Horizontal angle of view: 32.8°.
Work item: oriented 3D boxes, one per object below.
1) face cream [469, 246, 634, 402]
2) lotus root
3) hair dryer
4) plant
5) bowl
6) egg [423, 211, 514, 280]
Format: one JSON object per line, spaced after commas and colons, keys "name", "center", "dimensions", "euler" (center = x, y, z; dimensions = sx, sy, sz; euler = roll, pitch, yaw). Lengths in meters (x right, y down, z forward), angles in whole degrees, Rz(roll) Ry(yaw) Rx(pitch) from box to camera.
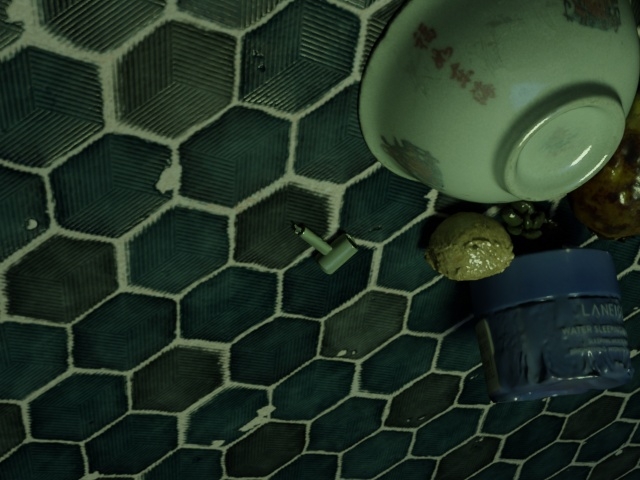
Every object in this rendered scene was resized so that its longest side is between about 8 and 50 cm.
{"name": "face cream", "center": [0.387, 0.150, 1.830], "dimensions": [0.249, 0.225, 0.249], "euler": [-8, 166, -2]}
{"name": "lotus root", "center": [0.475, -0.112, 1.704], "dimensions": [0.169, 0.141, 0.314], "euler": [13, 133, 11]}
{"name": "hair dryer", "center": [0.000, 0.000, 1.641], "dimensions": [0.063, 0.038, 0.124], "euler": [-41, 134, 12]}
{"name": "plant", "center": [0.353, -0.020, 1.805], "dimensions": [0.174, 0.087, 0.085], "euler": [38, 73, -47]}
{"name": "bowl", "center": [0.284, -0.182, 1.475], "dimensions": [0.435, 0.196, 0.435], "euler": [-17, 140, -15]}
{"name": "egg", "center": [0.238, 0.012, 1.734], "dimensions": [0.140, 0.116, 0.118], "euler": [5, 142, -1]}
